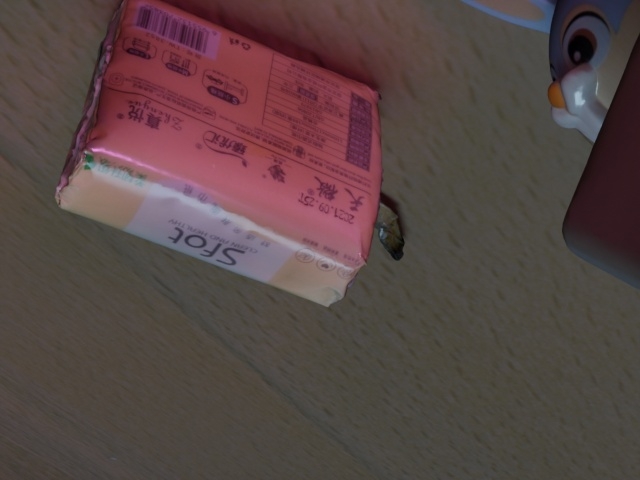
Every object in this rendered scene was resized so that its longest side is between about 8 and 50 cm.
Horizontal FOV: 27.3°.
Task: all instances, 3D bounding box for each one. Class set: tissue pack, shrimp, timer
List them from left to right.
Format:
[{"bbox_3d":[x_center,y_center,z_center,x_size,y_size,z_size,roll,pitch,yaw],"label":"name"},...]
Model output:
[{"bbox_3d":[-0.063,-0.066,0.945,0.222,0.186,0.090,21,139,-19],"label":"tissue pack"},{"bbox_3d":[0.001,-0.003,1.218,0.148,0.035,0.195,15,152,-14],"label":"shrimp"},{"bbox_3d":[0.165,-0.125,0.772,0.255,0.175,0.175,12,154,0],"label":"timer"}]

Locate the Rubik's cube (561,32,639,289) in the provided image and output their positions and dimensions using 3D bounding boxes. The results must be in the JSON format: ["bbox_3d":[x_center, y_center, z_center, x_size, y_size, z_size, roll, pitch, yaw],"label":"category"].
[{"bbox_3d":[0.351,-0.069,0.479,0.347,0.346,0.344,16,-173,-16],"label":"Rubik's cube"}]
